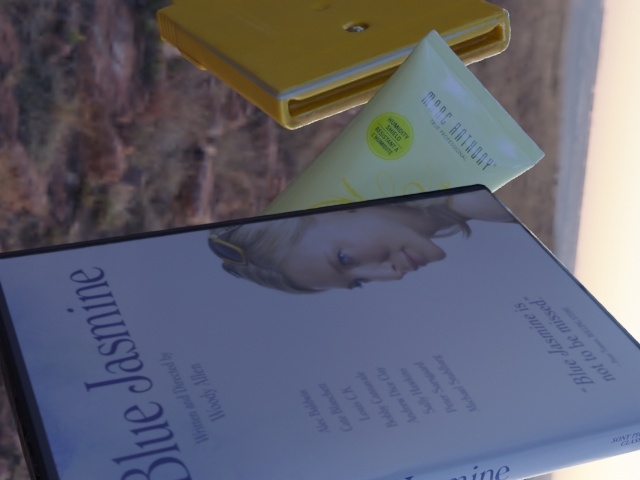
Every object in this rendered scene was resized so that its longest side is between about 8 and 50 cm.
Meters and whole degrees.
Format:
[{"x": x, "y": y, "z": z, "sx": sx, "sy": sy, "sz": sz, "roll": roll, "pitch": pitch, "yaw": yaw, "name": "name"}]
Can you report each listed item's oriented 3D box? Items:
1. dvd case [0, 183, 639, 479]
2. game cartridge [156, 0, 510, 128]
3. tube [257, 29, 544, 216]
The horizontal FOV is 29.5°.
[{"x": -0.001, "y": 0.042, "z": 0.503, "sx": 0.180, "sy": 0.253, "sz": 0.022, "roll": -125, "pitch": -147, "yaw": -49, "name": "dvd case"}, {"x": 0.003, "y": -0.239, "z": 1.359, "sx": 0.323, "sy": 0.285, "sz": 0.053, "roll": 39, "pitch": -35, "yaw": 51, "name": "game cartridge"}, {"x": 0.000, "y": 0.000, "z": 0.654, "sx": 0.062, "sy": 0.240, "sz": 0.070, "roll": 55, "pitch": 11, "yaw": 31, "name": "tube"}]
